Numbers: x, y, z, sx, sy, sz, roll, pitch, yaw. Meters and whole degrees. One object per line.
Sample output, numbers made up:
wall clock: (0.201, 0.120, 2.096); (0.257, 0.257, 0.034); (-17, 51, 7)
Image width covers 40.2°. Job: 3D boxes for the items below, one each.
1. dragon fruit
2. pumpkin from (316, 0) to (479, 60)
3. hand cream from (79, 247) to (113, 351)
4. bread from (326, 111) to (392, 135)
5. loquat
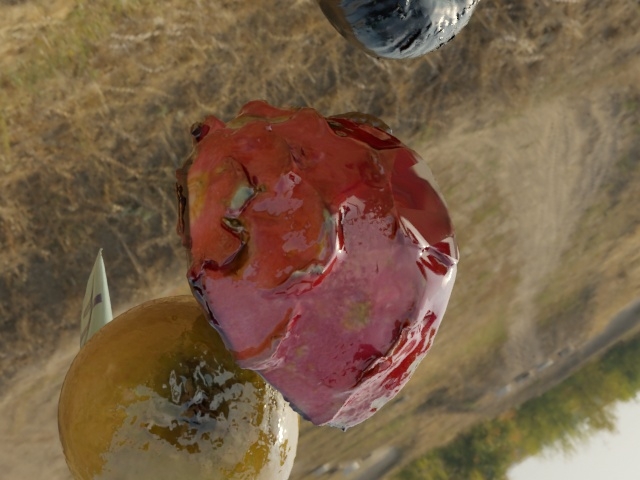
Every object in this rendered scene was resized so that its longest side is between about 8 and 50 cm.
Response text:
dragon fruit: (-0.002, -0.012, 0.628); (0.189, 0.261, 0.163); (-19, 155, -3)
pumpkin: (0.098, -0.339, 1.086); (0.233, 0.233, 0.163); (-10, -163, -35)
hand cream: (-0.311, 0.142, 1.228); (0.067, 0.320, 0.109); (12, 118, -23)
bread: (0.001, 0.013, 0.877); (0.247, 0.232, 0.135); (-31, 162, -6)
loquat: (-0.146, 0.190, 0.945); (0.263, 0.263, 0.263); (-29, 162, -11)
